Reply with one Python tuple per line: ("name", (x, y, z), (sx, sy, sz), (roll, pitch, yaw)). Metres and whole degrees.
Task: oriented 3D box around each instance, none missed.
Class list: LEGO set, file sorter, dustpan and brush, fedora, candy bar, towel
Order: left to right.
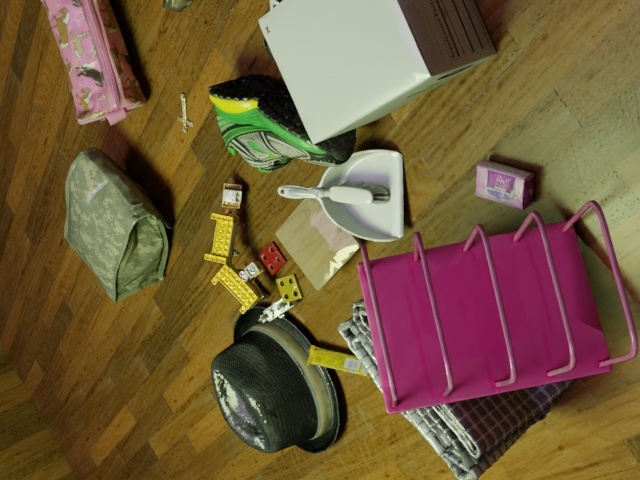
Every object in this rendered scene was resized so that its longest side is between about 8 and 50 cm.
("LEGO set", (-0.149, 0.029, 1.644), (0.132, 0.107, 0.287), (-25, 84, 17))
("fedora", (-0.114, 0.307, 1.680), (0.334, 0.152, 0.334), (25, 127, 39))
("dustpan and brush", (0.028, -0.076, 1.337), (0.211, 0.060, 0.147), (8, 107, 36))
("candy bar", (0.036, 0.227, 1.543), (0.161, 0.018, 0.040), (6, 72, 40))
("towel", (0.198, 0.168, 1.179), (0.284, 0.235, 0.121), (51, 136, 17))
("file sorter", (0.202, 0.080, 1.000), (0.182, 0.290, 0.202), (71, -172, -75))

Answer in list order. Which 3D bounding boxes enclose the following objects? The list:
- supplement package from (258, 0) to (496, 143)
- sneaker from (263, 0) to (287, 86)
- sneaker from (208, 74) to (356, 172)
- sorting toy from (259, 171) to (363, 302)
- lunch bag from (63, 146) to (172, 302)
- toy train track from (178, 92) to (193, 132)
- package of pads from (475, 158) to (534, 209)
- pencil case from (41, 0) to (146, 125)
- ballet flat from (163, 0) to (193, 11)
("supplement package", (0.071, -0.283, 1.150), (0.262, 0.145, 0.204), (-22, 92, 53))
("sneaker", (-0.055, -0.347, 1.315), (0.106, 0.078, 0.234), (6, 111, 56))
("sneaker", (-0.056, -0.181, 1.388), (0.343, 0.134, 0.146), (28, 136, 49))
("sorting toy", (0.000, 0.000, 1.449), (0.132, 0.046, 0.274), (53, 127, 15))
("lunch bag", (-0.460, -0.048, 1.876), (0.235, 0.169, 0.287), (47, 143, 22))
("toy train track", (-0.279, -0.257, 1.676), (0.048, 0.014, 0.083), (28, 128, 38))
("package of pads", (0.253, -0.078, 1.141), (0.083, 0.032, 0.050), (23, 127, 41))
("pencil case", (-0.479, -0.431, 1.702), (0.160, 0.167, 0.386), (-9, 105, 17))
("ballet flat", (-0.221, -0.508, 1.446), (0.084, 0.058, 0.250), (-100, 28, -44))
